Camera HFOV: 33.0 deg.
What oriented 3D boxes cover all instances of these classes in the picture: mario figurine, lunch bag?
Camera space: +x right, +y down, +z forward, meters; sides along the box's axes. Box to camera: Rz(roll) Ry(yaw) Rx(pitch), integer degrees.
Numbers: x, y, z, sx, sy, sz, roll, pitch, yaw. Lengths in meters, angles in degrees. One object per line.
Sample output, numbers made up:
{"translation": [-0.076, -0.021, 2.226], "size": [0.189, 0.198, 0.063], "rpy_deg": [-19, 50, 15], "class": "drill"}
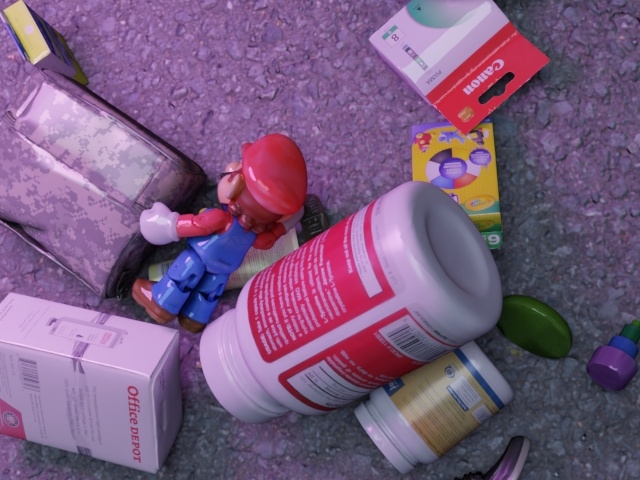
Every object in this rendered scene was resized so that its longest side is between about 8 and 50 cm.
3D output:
{"translation": [-0.145, -0.029, 1.602], "size": [0.170, 0.198, 0.320], "rpy_deg": [40, 100, 7], "class": "mario figurine"}
{"translation": [-0.368, -0.085, 1.668], "size": [0.305, 0.212, 0.256], "rpy_deg": [35, 92, 5], "class": "lunch bag"}

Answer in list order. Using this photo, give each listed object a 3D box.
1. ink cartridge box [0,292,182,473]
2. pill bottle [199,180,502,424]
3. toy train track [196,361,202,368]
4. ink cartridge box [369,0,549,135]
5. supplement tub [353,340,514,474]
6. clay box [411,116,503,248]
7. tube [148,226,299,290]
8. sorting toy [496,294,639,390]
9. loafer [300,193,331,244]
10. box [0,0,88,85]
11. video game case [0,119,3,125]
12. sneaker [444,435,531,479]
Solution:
{"translation": [-0.357, 0.215, 1.630], "size": [0.283, 0.117, 0.207], "rpy_deg": [12, 127, 11], "class": "ink cartridge box"}
{"translation": [0.031, 0.105, 1.521], "size": [0.407, 0.229, 0.229], "rpy_deg": [-31, 75, 30], "class": "pill bottle"}
{"translation": [-0.153, 0.199, 1.699], "size": [0.083, 0.014, 0.048], "rpy_deg": [3, 74, 5], "class": "toy train track"}
{"translation": [0.211, -0.297, 1.669], "size": [0.181, 0.056, 0.225], "rpy_deg": [-42, 59, 1], "class": "ink cartridge box"}
{"translation": [0.163, 0.231, 1.570], "size": [0.199, 0.144, 0.144], "rpy_deg": [-39, 76, 1], "class": "supplement tub"}
{"translation": [0.202, -0.083, 1.615], "size": [0.127, 0.053, 0.222], "rpy_deg": [-6, 51, 9], "class": "clay box"}
{"translation": [-0.148, 0.045, 1.705], "size": [0.240, 0.062, 0.070], "rpy_deg": [-13, 123, 3], "class": "tube"}
{"translation": [0.315, 0.078, 1.603], "size": [0.365, 0.127, 0.126], "rpy_deg": [29, 64, 15], "class": "sorting toy"}
{"translation": [0.000, 0.000, 1.685], "size": [0.056, 0.050, 0.148], "rpy_deg": [-13, 77, 10], "class": "loafer"}
{"translation": [-0.448, -0.315, 1.751], "size": [0.042, 0.178, 0.109], "rpy_deg": [-32, 77, 3], "class": "box"}
{"translation": [-0.474, -0.132, 1.806], "size": [0.190, 0.022, 0.173], "rpy_deg": [42, 90, 14], "class": "video game case"}
{"translation": [0.209, 0.359, 1.572], "size": [0.118, 0.083, 0.222], "rpy_deg": [33, 89, 14], "class": "sneaker"}
